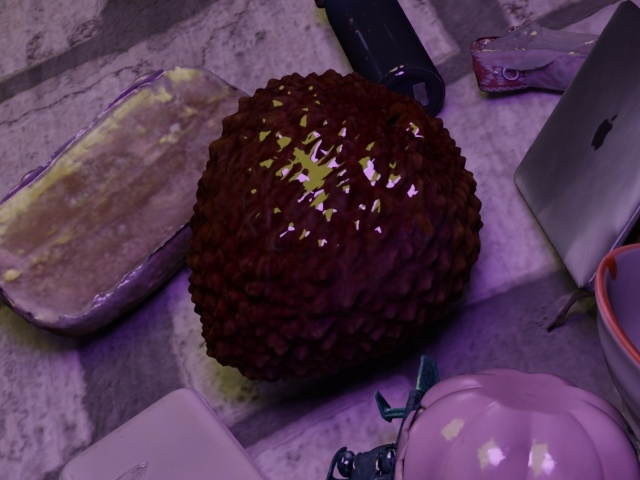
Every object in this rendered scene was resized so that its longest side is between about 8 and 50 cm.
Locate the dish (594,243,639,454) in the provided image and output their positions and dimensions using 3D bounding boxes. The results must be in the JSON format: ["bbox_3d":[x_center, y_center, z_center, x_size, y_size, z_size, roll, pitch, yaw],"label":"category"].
[{"bbox_3d":[0.283,0.113,1.227,0.085,0.260,0.260,-61,30,27],"label":"dish"}]

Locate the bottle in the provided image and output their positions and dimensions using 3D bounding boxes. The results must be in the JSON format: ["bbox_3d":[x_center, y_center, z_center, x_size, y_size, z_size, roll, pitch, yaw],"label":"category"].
[{"bbox_3d":[0.051,-0.202,1.775,0.082,0.072,0.244,-8,38,-10],"label":"bottle"}]

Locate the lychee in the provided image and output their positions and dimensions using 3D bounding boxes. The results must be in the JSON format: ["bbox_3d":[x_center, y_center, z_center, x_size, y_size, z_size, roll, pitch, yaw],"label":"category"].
[{"bbox_3d":[0.000,0.000,1.484,0.271,0.271,0.271,-17,41,16],"label":"lychee"}]

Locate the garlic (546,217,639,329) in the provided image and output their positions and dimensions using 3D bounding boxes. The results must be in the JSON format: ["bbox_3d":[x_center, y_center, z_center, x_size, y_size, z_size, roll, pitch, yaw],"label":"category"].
[{"bbox_3d":[0.311,-0.076,1.450,0.196,0.151,0.338,-6,59,50],"label":"garlic"}]

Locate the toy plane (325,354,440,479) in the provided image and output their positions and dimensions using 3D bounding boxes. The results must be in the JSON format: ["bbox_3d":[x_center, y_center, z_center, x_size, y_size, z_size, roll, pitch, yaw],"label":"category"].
[{"bbox_3d":[0.058,0.178,1.354,0.060,0.096,0.235,-11,44,33],"label":"toy plane"}]

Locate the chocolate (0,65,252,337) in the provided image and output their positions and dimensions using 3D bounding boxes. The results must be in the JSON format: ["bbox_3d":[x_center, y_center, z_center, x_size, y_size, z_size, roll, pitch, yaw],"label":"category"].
[{"bbox_3d":[-0.176,-0.030,1.716,0.303,0.100,0.185,-43,51,-12],"label":"chocolate"}]

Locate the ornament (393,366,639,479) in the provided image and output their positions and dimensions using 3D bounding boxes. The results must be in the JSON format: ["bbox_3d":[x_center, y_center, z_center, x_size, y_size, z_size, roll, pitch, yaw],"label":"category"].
[{"bbox_3d":[0.134,0.178,1.255,0.177,0.177,0.177,-17,41,16],"label":"ornament"}]

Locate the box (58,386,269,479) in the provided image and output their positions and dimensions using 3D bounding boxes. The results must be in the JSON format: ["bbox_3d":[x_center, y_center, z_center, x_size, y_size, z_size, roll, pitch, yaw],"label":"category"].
[{"bbox_3d":[-0.103,0.227,1.442,0.142,0.044,0.285,-35,39,-9],"label":"box"}]

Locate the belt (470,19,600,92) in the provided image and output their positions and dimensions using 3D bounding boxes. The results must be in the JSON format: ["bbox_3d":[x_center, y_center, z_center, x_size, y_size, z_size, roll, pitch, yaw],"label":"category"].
[{"bbox_3d":[0.246,-0.160,1.628,0.232,0.053,0.071,8,53,34],"label":"belt"}]

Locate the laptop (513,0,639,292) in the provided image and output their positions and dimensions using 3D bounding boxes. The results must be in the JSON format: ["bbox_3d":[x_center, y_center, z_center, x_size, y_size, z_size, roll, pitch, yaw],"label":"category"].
[{"bbox_3d":[0.231,-0.083,1.453,0.188,0.015,0.269,-60,15,16],"label":"laptop"}]
